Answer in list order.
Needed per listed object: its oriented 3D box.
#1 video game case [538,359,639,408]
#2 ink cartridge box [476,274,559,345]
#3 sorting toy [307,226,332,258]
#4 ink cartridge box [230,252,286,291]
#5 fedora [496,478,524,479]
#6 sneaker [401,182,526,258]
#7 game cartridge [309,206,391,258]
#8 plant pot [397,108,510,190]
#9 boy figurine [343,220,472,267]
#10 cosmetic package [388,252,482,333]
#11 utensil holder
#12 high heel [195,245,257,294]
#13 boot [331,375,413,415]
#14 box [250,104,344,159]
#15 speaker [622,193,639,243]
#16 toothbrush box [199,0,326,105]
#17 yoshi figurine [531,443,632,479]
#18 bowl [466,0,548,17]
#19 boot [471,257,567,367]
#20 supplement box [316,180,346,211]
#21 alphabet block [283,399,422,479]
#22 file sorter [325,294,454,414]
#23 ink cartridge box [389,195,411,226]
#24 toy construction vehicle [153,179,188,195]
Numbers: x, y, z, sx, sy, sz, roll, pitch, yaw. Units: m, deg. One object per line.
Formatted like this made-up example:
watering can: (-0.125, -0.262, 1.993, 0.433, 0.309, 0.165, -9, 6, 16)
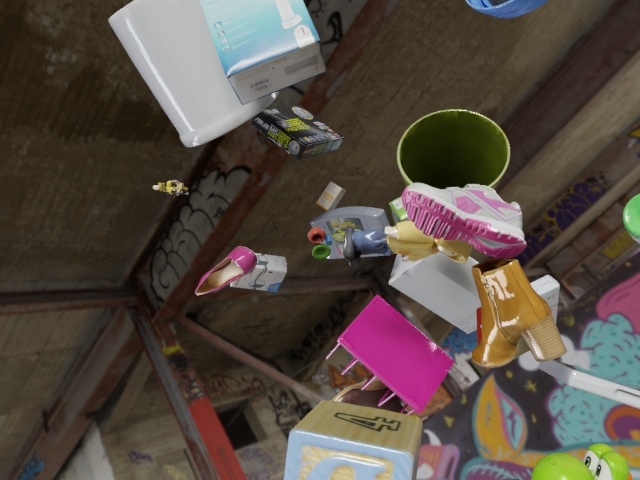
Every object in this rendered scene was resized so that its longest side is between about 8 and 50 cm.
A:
video game case: (0.630, 0.314, 1.071, 0.329, 0.300, 0.036, 29, -102, -74)
ink cartridge box: (0.562, 0.219, 1.488, 0.233, 0.066, 0.189, -26, -48, -9)
sorting toy: (0.000, 0.000, 1.424, 0.061, 0.042, 0.101, -13, -52, 2)
ink cartridge box: (-0.244, 0.121, 2.033, 0.191, 0.082, 0.139, 8, -44, -21)
fedora: (0.536, 0.775, 1.315, 0.153, 0.334, 0.334, -27, -27, -39)
sneaker: (0.282, -0.058, 1.027, 0.103, 0.253, 0.111, 116, 176, -57)
game cartridge: (0.111, -0.028, 1.869, 0.060, 0.295, 0.195, -53, -52, -47)
plant pot: (0.356, -0.156, 1.435, 0.275, 0.274, 0.293, -32, -28, -6)
boy figurine: (0.203, 0.012, 1.196, 0.286, 0.092, 0.177, 0, -24, 16)
cosmetic package: (0.469, 0.158, 1.903, 0.217, 0.385, 0.156, -43, 17, 49)
utensil holder: (-0.347, -0.513, 1.473, 0.328, 0.327, 0.385, -32, -64, -6)
high heel: (-0.266, 0.091, 1.452, 0.244, 0.082, 0.117, -20, 20, 51)
boot: (0.159, 0.550, 1.649, 0.249, 0.207, 0.090, -23, -37, -24)
box: (-0.073, -0.375, 1.787, 0.270, 0.216, 0.060, -27, -28, -55)
speaker: (0.838, -0.022, 1.261, 0.297, 0.131, 0.131, 20, -59, -41)
toothbrush box: (-0.140, -0.493, 1.188, 0.217, 0.295, 0.126, -22, -17, 1)
yoshi figurine: (0.449, 0.548, 0.976, 0.203, 0.204, 0.361, 15, -89, -44)
bowl: (0.510, -0.724, 1.253, 0.077, 0.391, 0.391, 19, -56, -30)
boot: (0.366, 0.146, 1.082, 0.104, 0.211, 0.295, -23, -9, -18)
supplement box: (0.039, -0.158, 1.907, 0.098, 0.062, 0.036, -56, -34, 7)
alphabet block: (0.057, 0.389, 0.854, 0.197, 0.194, 0.192, 16, -98, -75)
file sorter: (0.190, 0.353, 1.525, 0.202, 0.291, 0.182, -42, -12, -37)
ink cartridge box: (0.401, -0.117, 1.950, 0.255, 0.097, 0.188, -28, -35, 0)
toy construction vehicle: (-0.446, -0.160, 1.574, 0.098, 0.086, 0.035, 16, -100, -59)
